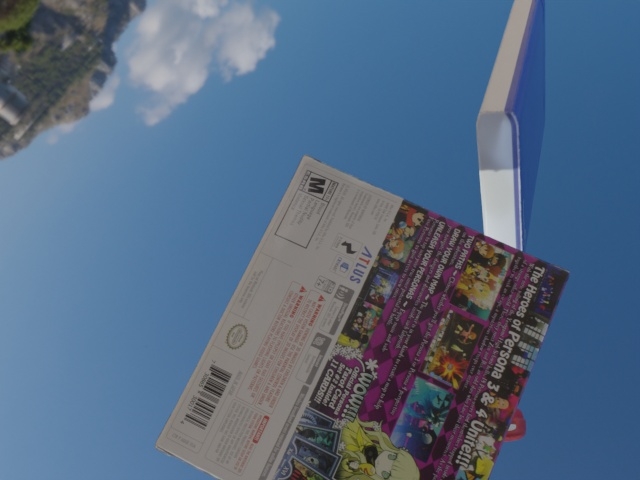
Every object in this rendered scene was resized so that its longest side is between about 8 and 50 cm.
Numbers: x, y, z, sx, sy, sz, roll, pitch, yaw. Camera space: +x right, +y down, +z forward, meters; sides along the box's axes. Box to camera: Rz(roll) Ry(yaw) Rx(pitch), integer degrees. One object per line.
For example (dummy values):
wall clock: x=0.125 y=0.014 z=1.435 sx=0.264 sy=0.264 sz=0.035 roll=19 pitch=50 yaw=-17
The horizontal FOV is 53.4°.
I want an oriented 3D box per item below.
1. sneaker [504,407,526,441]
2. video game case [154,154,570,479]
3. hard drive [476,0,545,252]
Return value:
sneaker: x=0.094 y=0.122 z=0.634 sx=0.221 sy=0.087 sz=0.128 roll=7 pitch=-107 yaw=16
video game case: x=0.032 y=0.083 z=0.448 sx=0.210 sy=0.042 sz=0.232 roll=24 pitch=-102 yaw=7
hard drive: x=0.239 y=-0.141 z=0.769 sx=0.040 sy=0.210 sz=0.318 roll=3 pitch=-139 yaw=23
